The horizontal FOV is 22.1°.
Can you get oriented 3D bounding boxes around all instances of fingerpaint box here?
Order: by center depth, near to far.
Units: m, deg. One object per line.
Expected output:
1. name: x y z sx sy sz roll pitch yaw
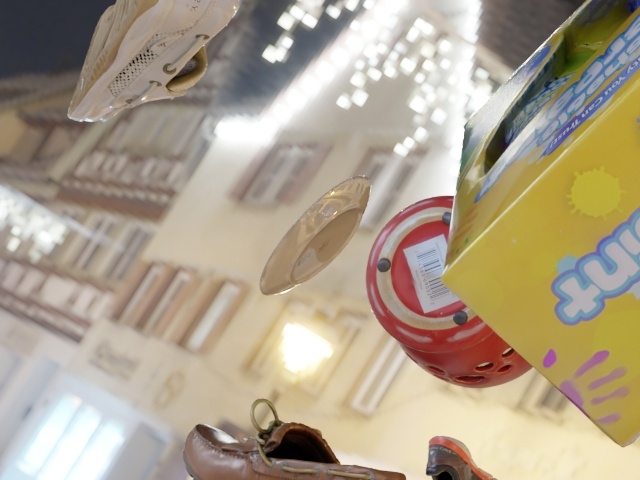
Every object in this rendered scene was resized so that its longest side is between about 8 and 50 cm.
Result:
1. fingerpaint box: 0.286 -0.134 1.045 0.163 0.445 0.371 42 18 -7

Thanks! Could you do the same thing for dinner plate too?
1. dinner plate: 0.000 0.000 1.471 0.017 0.141 0.141 43 -6 18

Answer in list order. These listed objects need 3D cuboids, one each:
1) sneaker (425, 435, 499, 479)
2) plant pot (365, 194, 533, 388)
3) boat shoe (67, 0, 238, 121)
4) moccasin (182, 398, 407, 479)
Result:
1. sneaker: 0.168 0.297 1.924 0.061 0.065 0.158 -15 -52 43
2. plant pot: 0.152 0.050 1.744 0.191 0.191 0.174 27 -6 24
3. boat shoe: -0.146 -0.157 1.410 0.096 0.098 0.277 19 -20 -18
4. moccasin: -0.036 0.277 1.992 0.139 0.147 0.380 17 -3 -34
